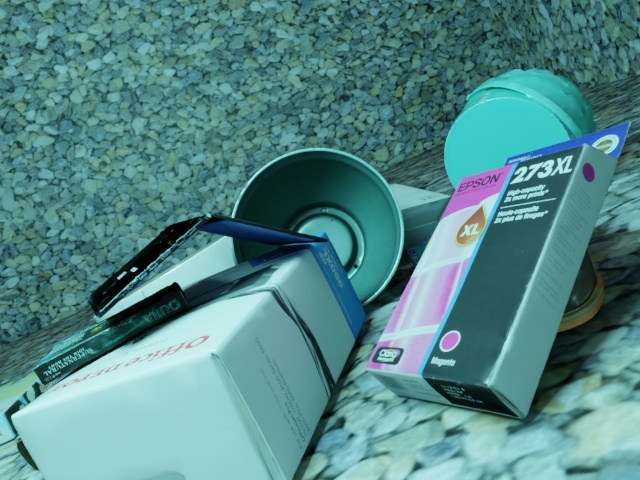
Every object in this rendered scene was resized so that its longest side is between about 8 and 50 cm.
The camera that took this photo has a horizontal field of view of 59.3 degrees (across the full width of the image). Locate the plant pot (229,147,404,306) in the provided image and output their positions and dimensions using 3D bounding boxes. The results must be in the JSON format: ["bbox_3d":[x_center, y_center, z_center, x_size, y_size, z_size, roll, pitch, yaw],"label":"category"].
[{"bbox_3d":[0.000,0.000,1.033,0.293,0.293,0.196,-24,-9,1],"label":"plant pot"}]

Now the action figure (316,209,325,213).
[{"bbox_3d":[-0.051,0.052,1.204,0.164,0.141,0.276,23,83,36],"label":"action figure"}]

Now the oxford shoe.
[{"bbox_3d":[0.266,-0.001,0.716,0.130,0.133,0.364,-19,14,22],"label":"oxford shoe"}]

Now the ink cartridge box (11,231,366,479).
[{"bbox_3d":[-0.131,0.157,0.736,0.285,0.166,0.395,-21,10,21],"label":"ink cartridge box"}]

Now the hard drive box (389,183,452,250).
[{"bbox_3d":[0.149,-0.052,1.223,0.181,0.089,0.232,-15,18,-18],"label":"hard drive box"}]

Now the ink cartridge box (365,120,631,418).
[{"bbox_3d":[0.200,0.005,0.619,0.175,0.069,0.371,-12,39,57],"label":"ink cartridge box"}]

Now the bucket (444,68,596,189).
[{"bbox_3d":[0.389,-0.191,1.112,0.281,0.281,0.183,-16,18,38],"label":"bucket"}]

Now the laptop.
[{"bbox_3d":[-0.165,0.042,0.771,0.264,0.136,0.234,-45,16,-19],"label":"laptop"}]

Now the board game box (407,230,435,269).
[{"bbox_3d":[0.283,-0.008,0.997,0.160,0.047,0.210,-31,12,-36],"label":"board game box"}]

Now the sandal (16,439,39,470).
[{"bbox_3d":[-0.371,0.289,0.841,0.240,0.088,0.079,-22,14,40],"label":"sandal"}]

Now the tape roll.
[{"bbox_3d":[-0.300,0.084,1.221,0.392,0.072,0.392,-31,7,4],"label":"tape roll"}]

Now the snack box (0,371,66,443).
[{"bbox_3d":[-0.711,0.381,1.248,0.187,0.060,0.322,-24,9,-3],"label":"snack box"}]

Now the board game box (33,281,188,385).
[{"bbox_3d":[-0.261,0.112,0.723,0.186,0.026,0.126,-29,8,-13],"label":"board game box"}]
